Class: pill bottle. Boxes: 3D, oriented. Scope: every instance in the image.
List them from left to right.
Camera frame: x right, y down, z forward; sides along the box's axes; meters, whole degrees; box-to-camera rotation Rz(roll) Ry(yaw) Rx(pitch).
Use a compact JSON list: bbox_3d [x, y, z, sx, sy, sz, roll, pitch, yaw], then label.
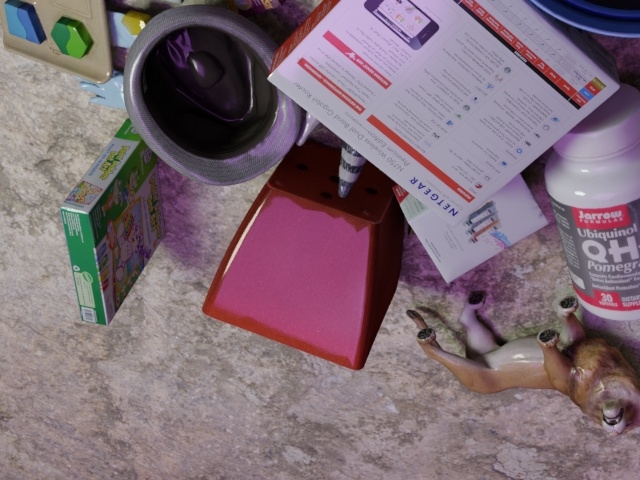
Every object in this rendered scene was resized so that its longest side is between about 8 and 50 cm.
[{"bbox_3d":[0.415,-0.056,1.666,0.176,0.176,0.319,-4,128,26],"label":"pill bottle"}]

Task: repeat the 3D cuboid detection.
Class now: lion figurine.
[{"bbox_3d":[0.345,0.207,1.983,0.392,0.142,0.240,7,141,37],"label":"lion figurine"}]

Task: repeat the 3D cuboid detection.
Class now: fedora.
[{"bbox_3d":[-0.161,-0.229,1.758,0.243,0.124,0.275,-39,112,14],"label":"fedora"}]

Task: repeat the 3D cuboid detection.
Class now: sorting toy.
[{"bbox_3d":[-0.380,-0.347,1.815,0.307,0.041,0.229,21,135,18],"label":"sorting toy"}]

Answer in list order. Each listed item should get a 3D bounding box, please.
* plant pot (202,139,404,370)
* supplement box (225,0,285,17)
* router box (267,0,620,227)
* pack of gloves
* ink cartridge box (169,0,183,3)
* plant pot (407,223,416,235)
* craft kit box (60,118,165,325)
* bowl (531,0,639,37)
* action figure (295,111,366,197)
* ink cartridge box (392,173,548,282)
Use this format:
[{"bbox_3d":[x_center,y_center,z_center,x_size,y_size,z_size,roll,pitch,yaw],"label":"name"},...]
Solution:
[{"bbox_3d":[0.000,0.000,1.856,0.267,0.267,0.236,20,123,6],"label":"plant pot"},{"bbox_3d":[-0.094,-0.358,1.712,0.083,0.043,0.055,-12,123,31],"label":"supplement box"},{"bbox_3d":[0.154,-0.220,1.508,0.335,0.082,0.301,38,121,-18],"label":"router box"},{"bbox_3d":[-0.294,-0.283,1.878,0.232,0.046,0.195,20,136,20],"label":"pack of gloves"},{"bbox_3d":[-0.360,-0.411,1.632,0.370,0.069,0.176,9,176,-10],"label":"ink cartridge box"},{"bbox_3d":[0.183,-0.040,1.858,0.079,0.083,0.083,11,134,-3],"label":"plant pot"},{"bbox_3d":[-0.338,-0.030,1.967,0.060,0.247,0.250,10,133,11],"label":"craft kit box"},{"bbox_3d":[0.361,-0.423,1.319,0.391,0.077,0.391,2,102,10],"label":"bowl"},{"bbox_3d":[0.130,-0.202,1.667,0.341,0.179,0.330,25,142,1],"label":"action figure"},{"bbox_3d":[0.220,-0.053,1.745,0.176,0.128,0.127,-31,116,7],"label":"ink cartridge box"}]
